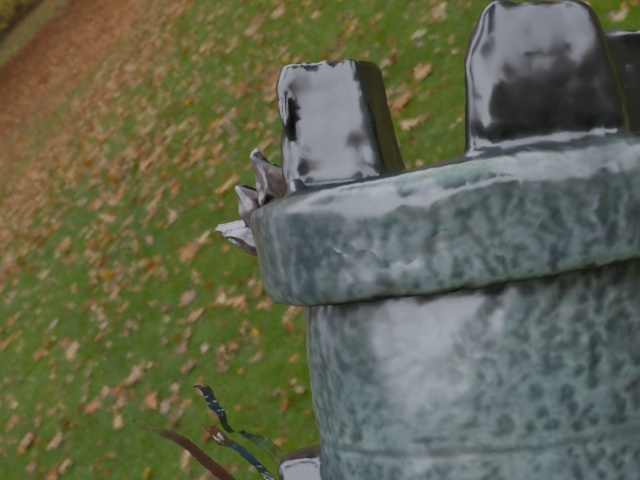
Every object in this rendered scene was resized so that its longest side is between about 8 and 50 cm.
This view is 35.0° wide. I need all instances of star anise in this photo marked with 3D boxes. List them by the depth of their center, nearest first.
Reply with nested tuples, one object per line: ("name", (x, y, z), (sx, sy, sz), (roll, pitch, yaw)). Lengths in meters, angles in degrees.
("star anise", (0.000, 0.000, 0.910), (0.195, 0.182, 0.065), (119, 172, -51))

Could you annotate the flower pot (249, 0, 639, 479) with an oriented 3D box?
("flower pot", (0.101, 0.022, 0.582), (0.299, 0.283, 0.299), (-10, 3, 0))

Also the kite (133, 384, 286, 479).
("kite", (0.026, 0.183, 0.584), (0.015, 0.310, 0.169), (-58, -10, 8))
